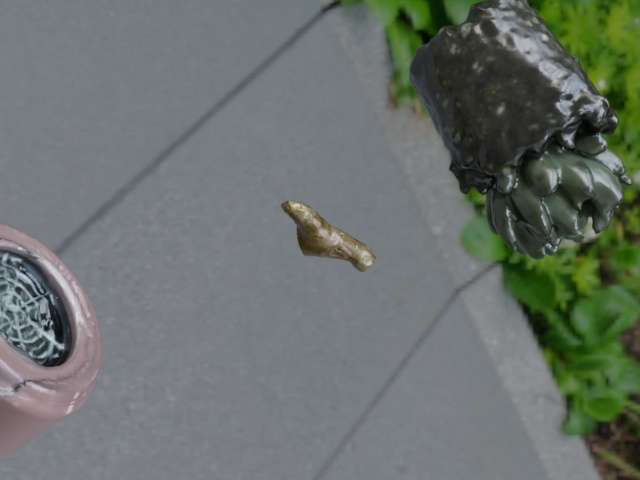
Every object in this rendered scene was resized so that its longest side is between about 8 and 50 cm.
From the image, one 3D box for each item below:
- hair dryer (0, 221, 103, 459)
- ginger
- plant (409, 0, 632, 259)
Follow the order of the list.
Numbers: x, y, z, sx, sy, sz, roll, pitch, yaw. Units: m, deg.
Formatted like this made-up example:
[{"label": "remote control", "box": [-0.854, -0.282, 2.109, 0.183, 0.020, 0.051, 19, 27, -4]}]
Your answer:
[{"label": "hair dryer", "box": [-0.261, -0.005, 0.848, 0.125, 0.210, 0.352, 29, 35, -47]}, {"label": "ginger", "box": [-0.001, 0.000, 1.120, 0.097, 0.048, 0.030, 34, 68, -29]}, {"label": "plant", "box": [0.160, -0.085, 1.076, 0.194, 0.129, 0.132, 60, 15, 7]}]
